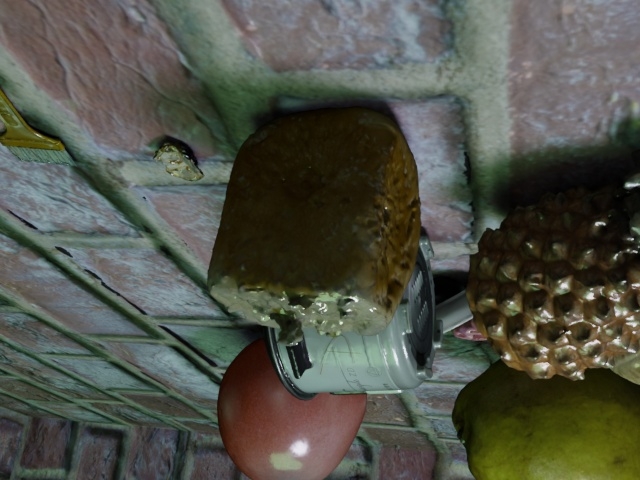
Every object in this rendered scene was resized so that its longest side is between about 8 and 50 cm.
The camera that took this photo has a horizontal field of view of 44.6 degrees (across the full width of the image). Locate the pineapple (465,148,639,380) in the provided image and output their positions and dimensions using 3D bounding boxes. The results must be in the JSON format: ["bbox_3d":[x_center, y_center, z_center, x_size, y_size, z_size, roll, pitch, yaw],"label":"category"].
[{"bbox_3d":[0.337,0.010,0.837,0.223,0.222,0.357,20,143,-27],"label":"pineapple"}]

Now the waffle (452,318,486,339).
[{"bbox_3d":[0.336,0.129,1.232,0.221,0.055,0.234,4,162,-23],"label":"waffle"}]

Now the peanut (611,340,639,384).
[{"bbox_3d":[0.503,0.135,1.133,0.120,0.136,0.298,13,156,-4],"label":"peanut"}]

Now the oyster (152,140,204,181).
[{"bbox_3d":[-0.171,-0.097,0.942,0.054,0.019,0.083,3,159,14],"label":"oyster"}]

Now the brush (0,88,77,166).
[{"bbox_3d":[-0.358,-0.142,0.903,0.083,0.010,0.218,5,157,7],"label":"brush"}]

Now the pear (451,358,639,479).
[{"bbox_3d":[0.448,0.340,1.389,0.414,0.351,0.352,7,158,-9],"label":"pear"}]

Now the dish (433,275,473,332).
[{"bbox_3d":[0.199,0.090,1.213,0.141,0.078,0.141,-28,175,-3],"label":"dish"}]

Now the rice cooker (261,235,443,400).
[{"bbox_3d":[0.032,0.091,1.045,0.227,0.280,0.241,-6,113,20],"label":"rice cooker"}]

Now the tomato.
[{"bbox_3d":[-0.062,0.357,1.604,0.322,0.321,0.321,6,157,3],"label":"tomato"}]

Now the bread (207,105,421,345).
[{"bbox_3d":[0.000,0.000,0.831,0.196,0.246,0.176,1,155,23],"label":"bread"}]
